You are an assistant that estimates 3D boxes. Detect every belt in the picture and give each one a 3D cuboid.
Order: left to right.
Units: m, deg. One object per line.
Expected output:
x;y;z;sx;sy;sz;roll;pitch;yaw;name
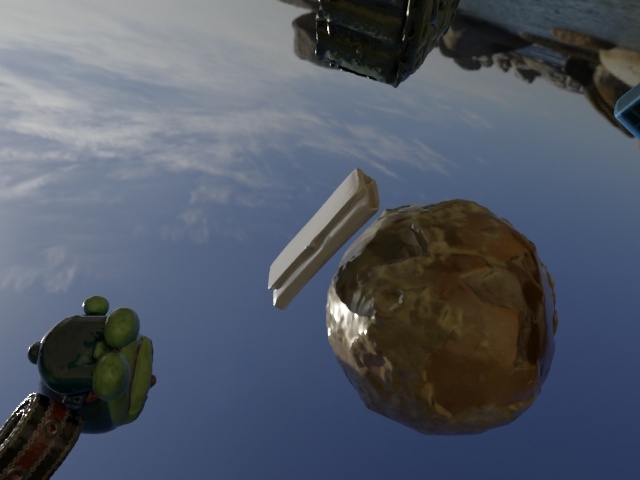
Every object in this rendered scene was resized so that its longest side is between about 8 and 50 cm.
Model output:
-0.473;0.384;0.639;0.094;0.359;0.126;38;165;-20;belt

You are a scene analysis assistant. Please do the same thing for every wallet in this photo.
0.000;0.000;0.379;0.025;0.122;0.061;32;-153;-22;wallet

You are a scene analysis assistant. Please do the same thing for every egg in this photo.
0.102;0.059;0.408;0.195;0.195;0.233;24;-162;14;egg

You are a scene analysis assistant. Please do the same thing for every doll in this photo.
-0.392;0.222;0.817;0.186;0.322;0.198;5;-126;-9;doll

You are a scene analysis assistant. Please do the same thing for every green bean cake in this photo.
0.108;-0.343;0.565;0.132;0.241;0.255;25;-130;19;green bean cake

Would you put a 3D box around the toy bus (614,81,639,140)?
0.537;-0.142;0.644;0.234;0.133;0.116;45;-139;3;toy bus
